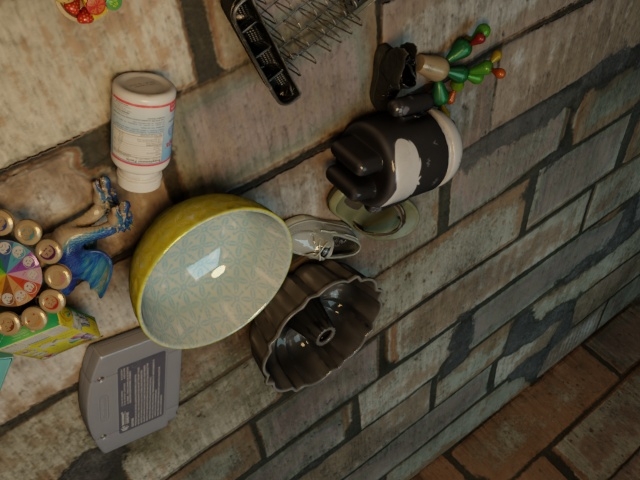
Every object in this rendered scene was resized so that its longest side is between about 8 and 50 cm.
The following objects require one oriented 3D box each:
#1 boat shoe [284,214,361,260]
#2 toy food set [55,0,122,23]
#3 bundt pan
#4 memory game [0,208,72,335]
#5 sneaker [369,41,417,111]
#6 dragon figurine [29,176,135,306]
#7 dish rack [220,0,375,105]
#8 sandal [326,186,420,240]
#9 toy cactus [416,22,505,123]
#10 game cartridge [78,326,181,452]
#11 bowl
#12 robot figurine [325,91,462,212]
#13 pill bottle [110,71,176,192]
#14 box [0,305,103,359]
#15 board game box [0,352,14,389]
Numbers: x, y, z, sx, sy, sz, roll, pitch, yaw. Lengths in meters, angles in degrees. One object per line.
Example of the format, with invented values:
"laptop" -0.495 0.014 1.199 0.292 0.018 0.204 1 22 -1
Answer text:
"boat shoe" 0.000 0.001 1.407 0.227 0.081 0.079 -1 125 -46
"toy food set" -0.290 -0.310 0.848 0.082 0.020 0.083 -38 144 -12
"bundt pan" -0.023 0.177 1.523 0.330 0.124 0.331 -28 141 -25
"memory game" -0.441 0.048 0.951 0.186 0.012 0.186 -1 106 -2
"sneaker" 0.137 -0.293 1.249 0.051 0.089 0.170 -29 141 -23
"dragon figurine" -0.375 0.040 1.052 0.144 0.085 0.289 -9 131 -41
"dish rack" -0.013 -0.364 1.037 0.271 0.074 0.208 -42 146 -7
"sandal" 0.124 -0.050 1.481 0.302 0.086 0.120 15 113 -52
"toy cactus" 0.262 -0.325 1.353 0.180 0.112 0.219 3 131 -36
"game cartridge" -0.371 0.287 1.336 0.196 0.060 0.294 -21 138 -36
"bowl" -0.207 0.026 1.152 0.289 0.156 0.290 -28 141 -25
"robot figurine" 0.145 -0.164 1.320 0.278 0.174 0.209 -20 177 -32
"pill bottle" -0.257 -0.152 0.982 0.087 0.087 0.160 -16 136 -35
"box" -0.420 0.146 1.071 0.105 0.043 0.179 -21 163 -3
"board game box" -0.655 0.251 0.980 0.336 0.079 0.254 4 122 -48
